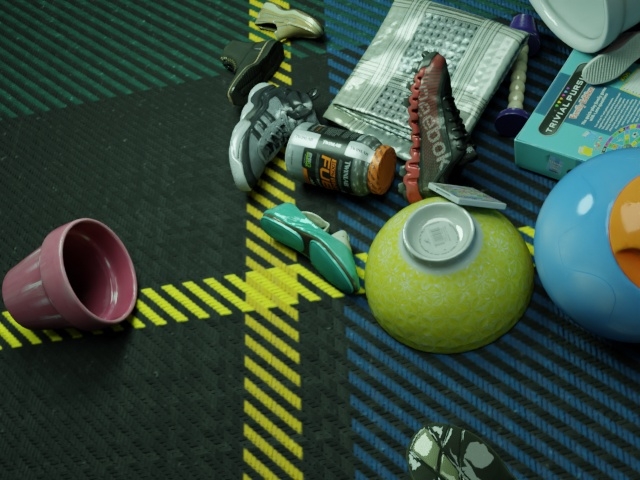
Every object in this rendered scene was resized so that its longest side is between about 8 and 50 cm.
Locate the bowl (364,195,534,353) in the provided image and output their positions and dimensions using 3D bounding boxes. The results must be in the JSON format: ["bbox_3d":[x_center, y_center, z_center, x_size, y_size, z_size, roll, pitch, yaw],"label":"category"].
[{"bbox_3d":[0.204,0.025,1.331,0.290,0.156,0.289,-8,55,11],"label":"bowl"}]

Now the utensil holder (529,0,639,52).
[{"bbox_3d":[0.567,-0.569,1.407,0.386,0.327,0.327,-30,54,1],"label":"utensil holder"}]

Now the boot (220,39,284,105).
[{"bbox_3d":[-0.183,-0.370,1.767,0.137,0.076,0.198,12,48,28],"label":"boot"}]

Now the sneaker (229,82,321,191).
[{"bbox_3d":[-0.083,-0.214,1.604,0.153,0.101,0.268,0,54,19],"label":"sneaker"}]

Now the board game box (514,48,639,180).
[{"bbox_3d":[0.555,-0.191,1.423,0.336,0.079,0.253,24,65,28],"label":"board game box"}]

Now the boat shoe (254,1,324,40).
[{"bbox_3d":[-0.074,-0.479,1.814,0.190,0.068,0.072,28,80,40],"label":"boat shoe"}]

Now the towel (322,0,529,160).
[{"bbox_3d":[0.195,-0.317,1.574,0.312,0.056,0.324,29,86,30],"label":"towel"}]

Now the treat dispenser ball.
[{"bbox_3d":[0.463,0.007,1.189,0.288,0.288,0.288,-8,55,11],"label":"treat dispenser ball"}]

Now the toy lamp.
[{"bbox_3d":[0.385,-0.329,1.568,0.080,0.080,0.274,4,58,18],"label":"toy lamp"}]

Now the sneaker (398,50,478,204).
[{"bbox_3d":[0.217,-0.195,1.425,0.135,0.098,0.275,8,104,29],"label":"sneaker"}]

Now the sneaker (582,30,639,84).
[{"bbox_3d":[0.532,-0.331,1.452,0.134,0.051,0.070,-34,13,17],"label":"sneaker"}]

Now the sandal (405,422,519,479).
[{"bbox_3d":[0.248,0.377,1.132,0.303,0.086,0.120,34,65,16],"label":"sandal"}]

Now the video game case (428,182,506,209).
[{"bbox_3d":[0.243,-0.075,1.342,0.087,0.011,0.122,6,15,-18],"label":"video game case"}]

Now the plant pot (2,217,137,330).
[{"bbox_3d":[-0.470,0.080,1.474,0.180,0.201,0.201,-19,52,22],"label":"plant pot"}]

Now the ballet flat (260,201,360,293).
[{"bbox_3d":[0.000,0.000,1.455,0.087,0.083,0.247,-37,56,-27],"label":"ballet flat"}]

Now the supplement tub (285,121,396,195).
[{"bbox_3d":[0.040,-0.151,1.520,0.191,0.117,0.117,15,62,25],"label":"supplement tub"}]
